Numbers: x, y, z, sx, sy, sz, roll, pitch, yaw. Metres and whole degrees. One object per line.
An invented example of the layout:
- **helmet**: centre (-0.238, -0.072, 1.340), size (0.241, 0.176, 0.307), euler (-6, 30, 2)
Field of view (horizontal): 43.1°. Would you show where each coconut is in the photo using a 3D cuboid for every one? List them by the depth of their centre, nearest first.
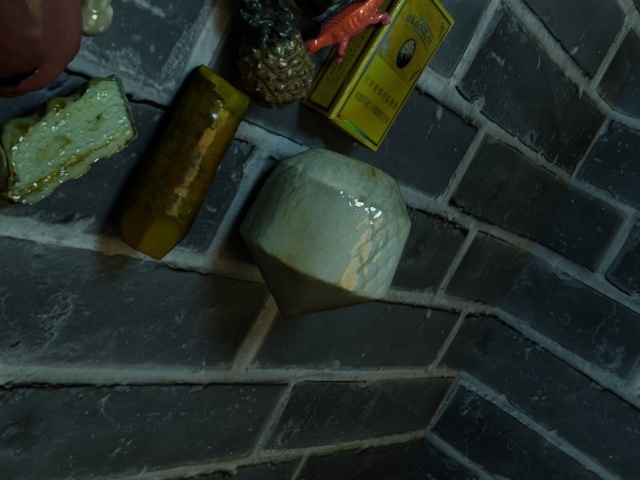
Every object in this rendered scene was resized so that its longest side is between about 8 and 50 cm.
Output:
- **coconut**: centre (0.000, 0.000, 1.490), size (0.328, 0.328, 0.329), euler (-33, 141, -32)

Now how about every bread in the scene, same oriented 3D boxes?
- **bread**: centre (-0.350, -0.142, 1.088), size (0.232, 0.088, 0.128), euler (-42, 155, -33)

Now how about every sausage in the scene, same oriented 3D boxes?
- **sausage**: centre (-0.345, -0.291, 0.897), size (0.152, 0.152, 0.280), euler (-25, 137, -40)

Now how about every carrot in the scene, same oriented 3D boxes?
- **carrot**: centre (-0.213, -0.118, 1.263), size (0.114, 0.114, 0.302), euler (20, 101, -57)

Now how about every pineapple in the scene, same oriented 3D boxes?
- **pineapple**: centre (-0.086, -0.327, 1.242), size (0.128, 0.128, 0.248), euler (-40, 140, -24)

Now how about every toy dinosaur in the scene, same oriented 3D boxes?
- **toy dinosaur**: centre (0.074, -0.400, 1.358), size (0.286, 0.070, 0.139), euler (-35, 169, 12)

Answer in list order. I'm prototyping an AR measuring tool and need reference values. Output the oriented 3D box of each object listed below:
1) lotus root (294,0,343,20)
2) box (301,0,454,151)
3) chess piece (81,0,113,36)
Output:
- **lotus root**: centre (0.046, -0.470, 1.244), size (0.260, 0.149, 0.267), euler (-42, -176, -10)
- **box**: centre (0.113, -0.337, 1.523), size (0.301, 0.084, 0.193), euler (-59, 148, 4)
- **chess piece**: centre (-0.254, -0.396, 0.967), size (0.124, 0.139, 0.307), euler (-2, 127, -31)
